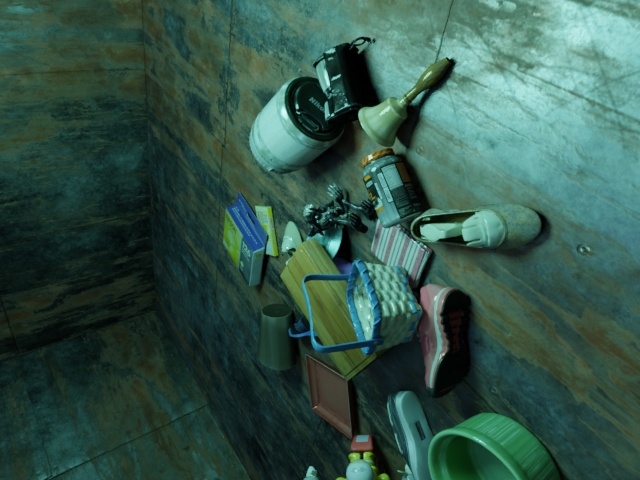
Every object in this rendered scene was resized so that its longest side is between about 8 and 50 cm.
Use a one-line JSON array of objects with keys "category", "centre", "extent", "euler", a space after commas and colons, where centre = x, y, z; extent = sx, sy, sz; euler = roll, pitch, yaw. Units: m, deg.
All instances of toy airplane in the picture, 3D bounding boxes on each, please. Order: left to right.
[{"category": "toy airplane", "centre": [0.130, 0.817, 1.433], "extent": [0.384, 0.385, 0.273], "euler": [27, 137, 46]}]

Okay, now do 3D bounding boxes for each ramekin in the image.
[{"category": "ramekin", "centre": [0.430, 0.582, 1.121], "extent": [0.303, 0.148, 0.304], "euler": [26, 124, 47]}]

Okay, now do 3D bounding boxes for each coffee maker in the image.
[{"category": "coffee maker", "centre": [0.069, -0.421, 1.221], "extent": [0.171, 0.120, 0.179], "euler": [-27, 75, 58]}]

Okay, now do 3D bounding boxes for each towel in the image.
[{"category": "towel", "centre": [0.223, 0.026, 1.292], "extent": [0.197, 0.029, 0.144], "euler": [45, 139, 35]}]

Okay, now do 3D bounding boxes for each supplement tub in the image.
[{"category": "supplement tub", "centre": [0.183, -0.138, 1.197], "extent": [0.117, 0.116, 0.191], "euler": [-32, 76, 55]}]

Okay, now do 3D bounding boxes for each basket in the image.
[{"category": "basket", "centre": [-0.184, 0.397, 1.915], "extent": [0.204, 0.154, 0.227], "euler": [25, 120, 48]}, {"category": "basket", "centre": [0.105, 0.183, 1.216], "extent": [0.255, 0.288, 0.201], "euler": [-101, 17, -47]}]

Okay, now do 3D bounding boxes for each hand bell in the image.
[{"category": "hand bell", "centre": [0.216, -0.350, 1.100], "extent": [0.242, 0.126, 0.126], "euler": [-39, 71, 41]}]

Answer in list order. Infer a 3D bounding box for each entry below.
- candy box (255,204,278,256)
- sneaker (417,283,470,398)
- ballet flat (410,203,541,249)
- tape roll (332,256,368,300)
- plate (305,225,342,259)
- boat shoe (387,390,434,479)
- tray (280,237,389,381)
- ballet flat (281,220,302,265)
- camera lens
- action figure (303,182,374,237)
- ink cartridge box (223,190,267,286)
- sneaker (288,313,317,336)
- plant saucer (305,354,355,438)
[{"category": "candy box", "centre": [-0.223, -0.041, 1.889], "extent": [0.105, 0.027, 0.206], "euler": [13, 114, 56]}, {"category": "sneaker", "centre": [0.313, 0.260, 1.212], "extent": [0.136, 0.115, 0.314], "euler": [25, 117, 60]}, {"category": "ballet flat", "centre": [0.334, -0.023, 1.041], "extent": [0.315, 0.106, 0.108], "euler": [-1, 103, 55]}, {"category": "tape roll", "centre": [0.046, 0.198, 1.555], "extent": [0.274, 0.090, 0.275], "euler": [26, 124, 46]}, {"category": "plate", "centre": [0.000, 0.000, 1.512], "extent": [0.188, 0.024, 0.188], "euler": [-28, 52, 42]}, {"category": "boat shoe", "centre": [0.277, 0.613, 1.388], "extent": [0.102, 0.108, 0.302], "euler": [-31, 75, 55]}, {"category": "tray", "centre": [0.032, 0.216, 1.433], "extent": [0.411, 0.076, 0.203], "euler": [55, 140, 18]}, {"category": "ballet flat", "centre": [-0.101, 0.052, 1.709], "extent": [0.086, 0.086, 0.249], "euler": [-20, 87, 56]}, {"category": "camera lens", "centre": [-0.073, -0.343, 1.382], "extent": [0.274, 0.219, 0.220], "euler": [-25, 83, 56]}, {"category": "action figure", "centre": [0.032, -0.090, 1.399], "extent": [0.275, 0.164, 0.141], "euler": [4, 138, 47]}, {"category": "ink cartridge box", "centre": [-0.342, -0.004, 2.017], "extent": [0.304, 0.072, 0.308], "euler": [53, 146, 35]}, {"category": "sneaker", "centre": [-0.052, 0.319, 1.760], "extent": [0.232, 0.081, 0.091], "euler": [-17, 87, 49]}, {"category": "plant saucer", "centre": [0.045, 0.589, 1.758], "extent": [0.258, 0.047, 0.260], "euler": [14, 116, 51]}]
